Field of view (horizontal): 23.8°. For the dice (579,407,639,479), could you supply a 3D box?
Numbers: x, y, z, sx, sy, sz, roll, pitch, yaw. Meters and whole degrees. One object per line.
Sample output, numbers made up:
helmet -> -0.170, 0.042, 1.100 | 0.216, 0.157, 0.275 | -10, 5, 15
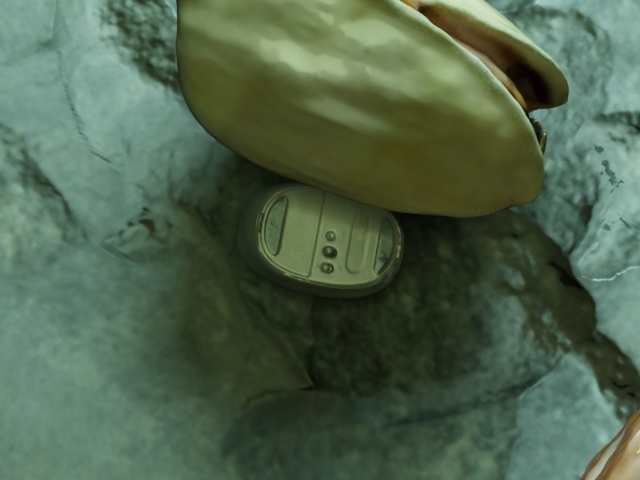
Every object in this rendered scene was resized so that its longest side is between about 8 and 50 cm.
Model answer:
dice -> 0.183, 0.196, 0.765 | 0.174, 0.175, 0.179 | 40, 85, 8

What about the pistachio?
pistachio -> 0.027, -0.100, 0.838 | 0.229, 0.157, 0.157 | 24, 80, -3

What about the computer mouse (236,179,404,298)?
computer mouse -> -0.001, 0.000, 0.878 | 0.096, 0.039, 0.066 | 12, 79, -4
